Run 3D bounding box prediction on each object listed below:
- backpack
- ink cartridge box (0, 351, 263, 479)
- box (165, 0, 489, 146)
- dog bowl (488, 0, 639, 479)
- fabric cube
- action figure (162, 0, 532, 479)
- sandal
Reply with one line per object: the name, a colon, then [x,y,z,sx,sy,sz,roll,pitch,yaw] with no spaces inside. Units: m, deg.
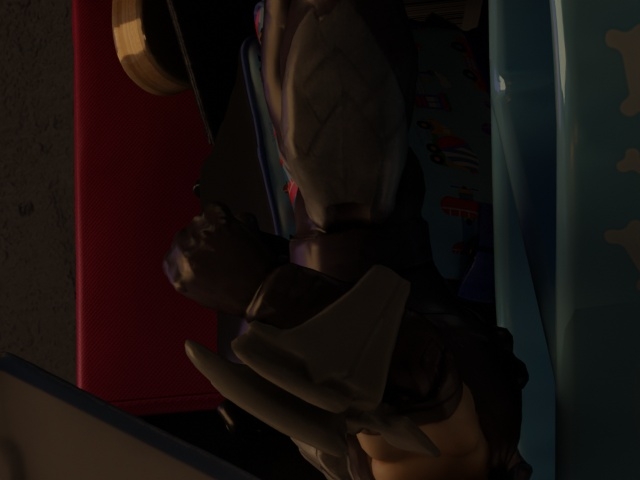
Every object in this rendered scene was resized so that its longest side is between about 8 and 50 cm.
backpack: [0.051,-0.002,0.698,0.158,0.173,0.117,-99,24,-48]
ink cartridge box: [-0.022,0.242,0.944,0.151,0.270,0.395,-56,-30,-18]
box: [0.016,-0.234,0.774,0.343,0.178,0.313,85,179,-79]
dog bowl: [0.089,-0.007,0.520,0.166,0.074,0.297,-95,0,-53]
fabric cube: [0.000,0.000,1.089,0.259,0.254,0.258,84,-179,-70]
action figure: [0.005,-0.018,0.506,0.185,0.099,0.285,-178,80,-85]
sandal: [-0.079,-0.176,0.980,0.088,0.079,0.240,34,-125,-38]
